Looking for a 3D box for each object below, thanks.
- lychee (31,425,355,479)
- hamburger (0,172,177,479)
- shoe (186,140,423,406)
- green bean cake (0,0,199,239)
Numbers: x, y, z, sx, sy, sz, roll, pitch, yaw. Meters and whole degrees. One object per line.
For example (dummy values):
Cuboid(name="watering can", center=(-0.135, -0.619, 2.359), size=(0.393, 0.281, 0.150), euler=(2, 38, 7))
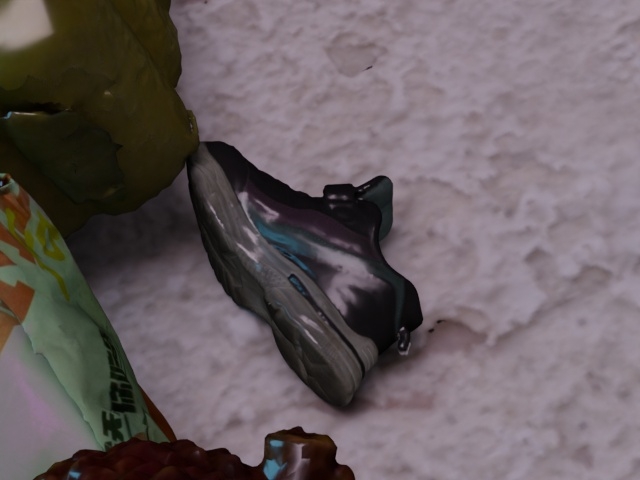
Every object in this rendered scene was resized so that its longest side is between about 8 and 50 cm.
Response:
Cuboid(name="lychee", center=(-0.046, 0.204, 0.744), size=(0.236, 0.236, 0.271), euler=(20, 95, 24))
Cuboid(name="hamburger", center=(-0.194, 0.085, 0.878), size=(0.235, 0.125, 0.214), euler=(-33, 93, 17))
Cuboid(name="shoe", center=(0.000, 0.000, 0.974), size=(0.099, 0.071, 0.169), euler=(-30, 59, -13))
Cuboid(name="green bean cake", center=(-0.214, -0.109, 1.028), size=(0.285, 0.202, 0.310), euler=(-19, 51, 15))
